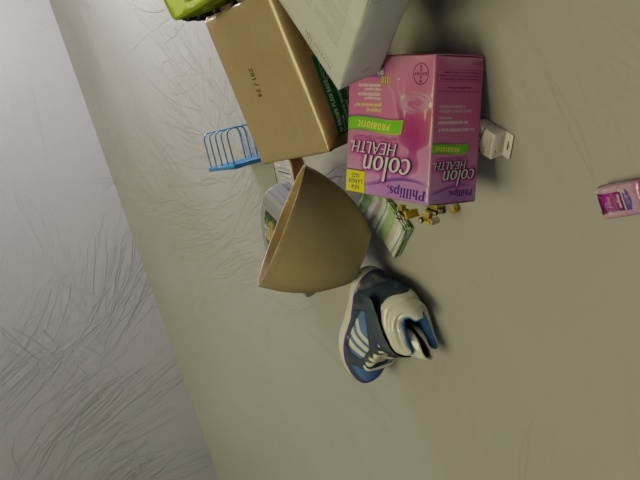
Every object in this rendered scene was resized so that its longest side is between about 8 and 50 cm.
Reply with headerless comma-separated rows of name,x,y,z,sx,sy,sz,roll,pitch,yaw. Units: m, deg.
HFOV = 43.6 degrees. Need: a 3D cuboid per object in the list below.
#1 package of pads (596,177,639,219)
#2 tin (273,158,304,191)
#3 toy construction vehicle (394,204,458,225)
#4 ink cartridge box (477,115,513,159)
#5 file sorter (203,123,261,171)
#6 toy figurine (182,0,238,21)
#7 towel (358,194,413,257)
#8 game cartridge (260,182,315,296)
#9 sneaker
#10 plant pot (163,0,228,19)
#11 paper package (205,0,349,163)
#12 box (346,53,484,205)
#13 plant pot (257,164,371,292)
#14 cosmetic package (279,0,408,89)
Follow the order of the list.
package of pads,0.436,-0.061,1.140,0.083,0.032,0.050,-11,98,63
tin,-0.072,-0.146,1.994,0.106,0.040,0.190,16,124,52
toy construction vehicle,0.200,-0.059,1.512,0.098,0.085,0.035,22,122,55
ink cartridge box,0.281,-0.170,1.340,0.083,0.028,0.048,42,142,41
file sorter,-0.220,-0.246,2.098,0.170,0.118,0.105,5,112,60
toy figurine,-0.262,-0.634,1.864,0.213,0.148,0.209,64,147,11
towel,0.132,-0.047,1.710,0.152,0.023,0.113,55,150,24
game cartridge,-0.077,-0.002,2.044,0.196,0.060,0.294,49,155,29
sneaker,0.154,0.235,1.764,0.236,0.130,0.323,41,138,48
plant pot,-0.187,-0.574,1.516,0.207,0.228,0.227,-11,110,35
paper package,-0.050,-0.336,1.572,0.309,0.168,0.325,2,116,61
box,0.156,-0.195,1.372,0.213,0.117,0.243,16,109,51
plant pot,0.000,0.000,1.754,0.190,0.284,0.284,21,148,-6
cosmetic package,-0.009,-0.466,1.233,0.377,0.097,0.284,58,160,12
